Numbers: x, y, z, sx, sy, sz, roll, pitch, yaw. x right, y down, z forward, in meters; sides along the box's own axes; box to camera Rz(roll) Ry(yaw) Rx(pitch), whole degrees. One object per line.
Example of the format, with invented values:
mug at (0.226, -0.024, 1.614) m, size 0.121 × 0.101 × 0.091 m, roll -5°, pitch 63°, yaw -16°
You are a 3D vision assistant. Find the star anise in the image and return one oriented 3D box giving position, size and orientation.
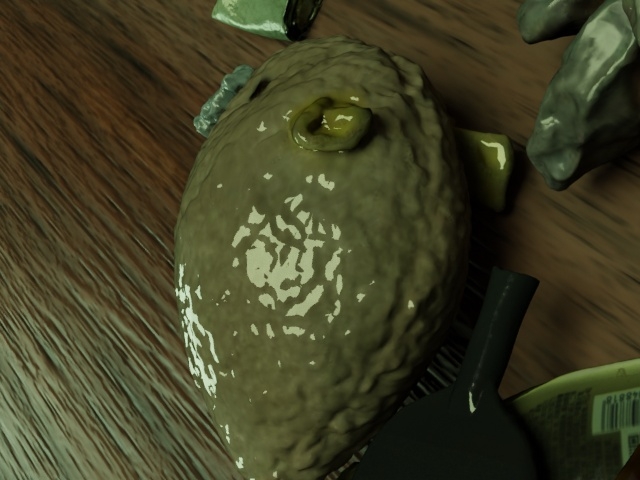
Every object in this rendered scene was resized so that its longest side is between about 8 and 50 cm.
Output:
star anise at (0.233, -0.172, 0.607) m, size 0.316 × 0.139 × 0.359 m, roll 48°, pitch 113°, yaw 34°

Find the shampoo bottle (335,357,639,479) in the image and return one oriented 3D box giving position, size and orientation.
shampoo bottle at (0.146, 0.146, 0.645) m, size 0.350 × 0.084 × 0.126 m, roll -22°, pitch 59°, yaw 40°

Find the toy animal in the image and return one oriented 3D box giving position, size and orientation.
toy animal at (0.000, 0.007, 0.755) m, size 0.226 × 0.188 × 0.359 m, roll -14°, pitch 68°, yaw 49°

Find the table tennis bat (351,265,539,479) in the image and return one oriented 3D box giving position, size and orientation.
table tennis bat at (0.081, 0.126, 0.646) m, size 0.150 × 0.027 × 0.236 m, roll 3°, pitch 66°, yaw 53°

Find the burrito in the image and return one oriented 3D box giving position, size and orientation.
burrito at (-0.050, -0.223, 0.971) m, size 0.118 × 0.044 × 0.074 m, roll 19°, pitch 96°, yaw 44°

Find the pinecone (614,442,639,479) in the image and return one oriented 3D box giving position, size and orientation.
pinecone at (0.274, 0.104, 0.323) m, size 0.397 × 0.397 × 0.398 m, roll -14°, pitch 69°, yaw 42°

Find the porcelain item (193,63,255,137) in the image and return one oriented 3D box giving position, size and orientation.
porcelain item at (-0.086, -0.131, 0.991) m, size 0.028 × 0.036 × 0.083 m, roll 47°, pitch 122°, yaw 7°
